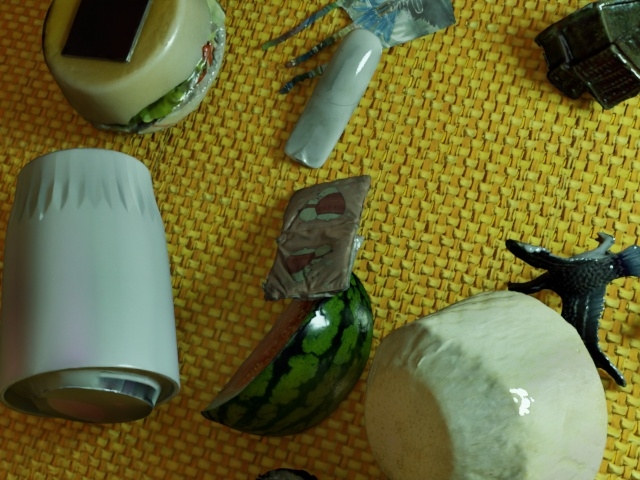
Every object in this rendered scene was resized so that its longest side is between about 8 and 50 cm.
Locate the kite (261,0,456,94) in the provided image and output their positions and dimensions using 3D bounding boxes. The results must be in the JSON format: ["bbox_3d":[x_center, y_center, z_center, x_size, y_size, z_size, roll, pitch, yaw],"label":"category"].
[{"bbox_3d":[0.054,-0.348,1.978,0.310,0.015,0.169,-23,65,9],"label":"kite"}]

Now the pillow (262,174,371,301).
[{"bbox_3d":[0.000,0.000,1.813,0.135,0.049,0.248,-8,38,19],"label":"pillow"}]

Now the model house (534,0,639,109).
[{"bbox_3d":[0.403,-0.261,1.798,0.165,0.106,0.152,-27,74,47],"label":"model house"}]

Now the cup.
[{"bbox_3d":[-0.343,0.073,1.833,0.253,0.253,0.372,-13,66,13],"label":"cup"}]

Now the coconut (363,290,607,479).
[{"bbox_3d":[0.217,0.210,1.600,0.328,0.329,0.329,-6,71,16],"label":"coconut"}]

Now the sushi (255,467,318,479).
[{"bbox_3d":[-0.056,0.416,1.698,0.147,0.115,0.212,28,84,27],"label":"sushi"}]

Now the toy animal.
[{"bbox_3d":[0.342,0.060,1.698,0.160,0.197,0.272,-34,108,-13],"label":"toy animal"}]

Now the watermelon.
[{"bbox_3d":[-0.039,0.162,1.770,0.159,0.128,0.303,37,86,25],"label":"watermelon"}]

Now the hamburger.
[{"bbox_3d":[-0.296,-0.310,1.992,0.302,0.170,0.302,-8,66,18],"label":"hamburger"}]

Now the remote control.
[{"bbox_3d":[0.020,-0.221,1.919,0.073,0.044,0.229,28,88,16],"label":"remote control"}]
